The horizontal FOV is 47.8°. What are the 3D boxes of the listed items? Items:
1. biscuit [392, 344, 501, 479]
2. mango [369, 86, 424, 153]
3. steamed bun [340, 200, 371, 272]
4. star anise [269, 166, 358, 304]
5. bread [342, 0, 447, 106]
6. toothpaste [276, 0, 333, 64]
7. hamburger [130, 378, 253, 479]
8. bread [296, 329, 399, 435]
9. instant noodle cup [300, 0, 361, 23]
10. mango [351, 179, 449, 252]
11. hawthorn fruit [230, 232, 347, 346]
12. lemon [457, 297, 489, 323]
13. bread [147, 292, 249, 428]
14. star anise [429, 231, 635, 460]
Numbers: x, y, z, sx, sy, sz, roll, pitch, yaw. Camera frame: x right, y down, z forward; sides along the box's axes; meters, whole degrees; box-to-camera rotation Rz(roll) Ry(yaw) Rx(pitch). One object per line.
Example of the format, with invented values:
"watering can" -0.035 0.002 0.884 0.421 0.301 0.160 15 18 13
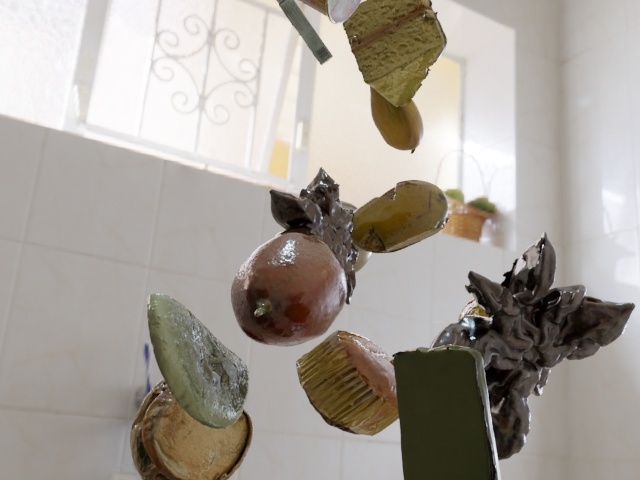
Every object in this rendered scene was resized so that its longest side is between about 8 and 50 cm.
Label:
"biscuit" 0.126 0.258 0.660 0.099 0.322 0.038 -11 -8 35
"mango" 0.234 -0.399 2.268 0.176 0.119 0.316 32 -23 47
"steamed bun" 0.033 0.007 2.013 0.232 0.231 0.145 2 21 6
"star anise" -0.005 -0.018 1.493 0.108 0.315 0.315 -9 -21 32
"bread" 0.227 -0.526 1.911 0.236 0.263 0.198 -31 -30 28
"toothpaste" -0.033 -0.444 1.520 0.034 0.046 0.164 -36 -57 8
"hamburger" -0.265 0.409 1.483 0.243 0.285 0.146 14 -26 -31
"bread" 0.058 0.206 1.060 0.114 0.132 0.190 -39 -35 8
"instant noodle cup" -0.026 -0.459 1.159 0.185 0.168 0.168 27 -12 16
"mango" 0.185 -0.055 1.768 0.262 0.167 0.130 -26 -30 -4
"hawthorn fruit" -0.065 0.091 1.190 0.200 0.199 0.251 -2 7 18
"lemon" 0.448 0.233 1.725 0.254 0.228 0.228 27 -26 -28
"bread" -0.127 0.147 0.799 0.036 0.112 0.193 -23 -46 14
"star anise" 0.220 0.110 0.788 0.129 0.212 0.282 45 -9 50
